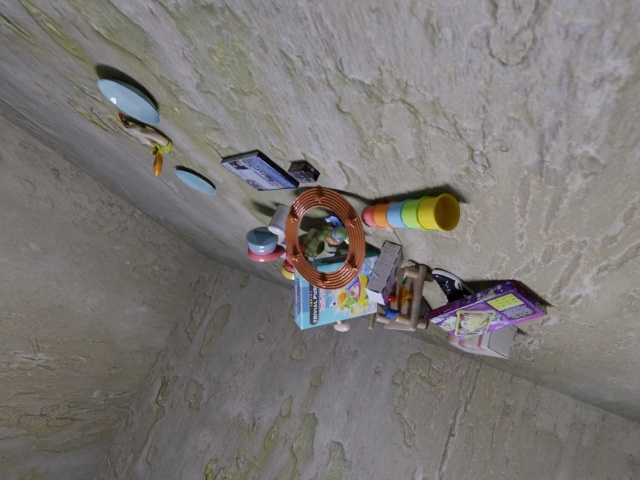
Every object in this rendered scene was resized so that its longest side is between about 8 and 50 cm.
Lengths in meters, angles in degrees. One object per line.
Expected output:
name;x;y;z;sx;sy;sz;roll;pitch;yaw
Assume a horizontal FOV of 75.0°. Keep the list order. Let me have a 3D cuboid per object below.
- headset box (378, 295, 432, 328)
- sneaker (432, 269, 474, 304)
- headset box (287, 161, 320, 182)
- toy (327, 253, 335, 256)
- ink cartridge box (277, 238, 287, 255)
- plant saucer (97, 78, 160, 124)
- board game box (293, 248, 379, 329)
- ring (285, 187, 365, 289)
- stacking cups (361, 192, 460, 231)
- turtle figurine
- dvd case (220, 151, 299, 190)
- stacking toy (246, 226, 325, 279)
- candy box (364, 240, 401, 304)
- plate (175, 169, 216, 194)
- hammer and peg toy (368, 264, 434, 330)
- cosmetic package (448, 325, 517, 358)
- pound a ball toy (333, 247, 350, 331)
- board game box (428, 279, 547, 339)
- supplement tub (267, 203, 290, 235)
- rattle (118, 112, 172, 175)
headset box;0.445;0.352;2.167;0.218;0.110;0.293;14;162;33
sneaker;0.496;0.206;1.585;0.216;0.121;0.079;31;162;-24
headset box;-0.052;-0.200;1.232;0.083;0.032;0.062;4;155;48
toy;0.135;0.108;1.926;0.137;0.056;0.237;31;163;-28
ink cartridge box;-0.174;0.046;2.132;0.190;0.082;0.140;20;164;11
plant saucer;-0.562;-0.423;1.246;0.194;0.037;0.195;23;164;7
board game box;0.066;0.189;1.638;0.336;0.254;0.079;-9;-158;-22
ring;0.000;0.000;1.345;0.336;0.337;0.032;12;-163;39
stacking cups;0.232;-0.066;1.146;0.096;0.096;0.316;32;164;-25
turtle figurine;0.039;0.039;1.516;0.275;0.197;0.266;64;171;-10
dvd case;-0.206;-0.226;1.399;0.180;0.022;0.253;34;161;-35
stacking toy;-0.134;-0.004;1.718;0.308;0.279;0.130;22;132;22
candy box;0.240;0.124;1.554;0.070;0.196;0.165;19;163;20
plate;-0.529;-0.254;1.785;0.188;0.024;0.188;22;164;7
hammer and peg toy;0.321;0.247;1.719;0.127;0.266;0.361;16;165;-12
cosmetic package;0.749;0.444;1.946;0.129;0.153;0.296;26;163;-11
pound a ball toy;0.116;0.222;1.816;0.135;0.208;0.319;2;125;41
board game box;0.593;0.261;1.504;0.208;0.056;0.347;35;136;-23
supplement tub;-0.156;-0.080;1.641;0.071;0.107;0.071;23;165;7
rattle;-0.641;-0.338;1.473;0.199;0.143;0.130;25;-176;-27
